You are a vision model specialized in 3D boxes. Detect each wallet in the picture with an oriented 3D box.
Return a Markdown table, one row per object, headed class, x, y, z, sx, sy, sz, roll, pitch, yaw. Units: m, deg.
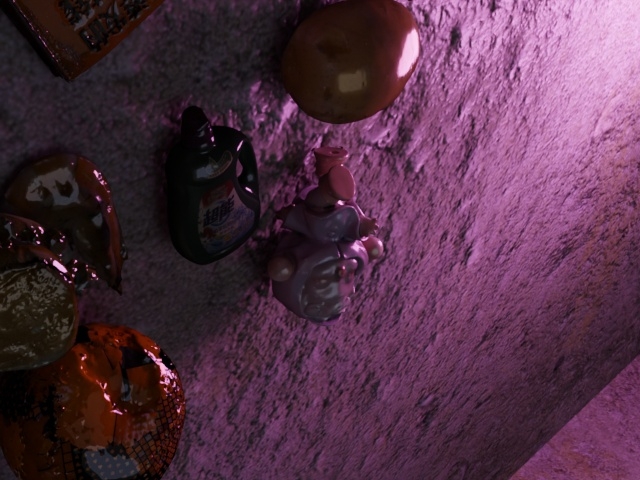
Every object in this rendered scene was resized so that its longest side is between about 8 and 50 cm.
| class | x | y | z | sx | sy | sz | roll | pitch | yaw |
| --- | --- | --- | --- | --- | --- | --- | --- | --- | --- |
| wallet | -0.222 | -0.266 | 1.021 | 0.195 | 0.042 | 0.161 | -46 | 149 | -13 |

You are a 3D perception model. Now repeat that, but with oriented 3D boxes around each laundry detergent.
| class | x | y | z | sx | sy | sz | roll | pitch | yaw |
| --- | --- | --- | --- | --- | --- | --- | --- | --- | --- |
| laundry detergent | -0.137 | -0.082 | 1.297 | 0.144 | 0.078 | 0.222 | -36 | 143 | -31 |

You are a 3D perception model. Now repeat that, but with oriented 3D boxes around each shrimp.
| class | x | y | z | sx | sy | sz | roll | pitch | yaw |
| --- | --- | --- | --- | --- | --- | --- | --- | --- | --- |
| shrimp | -0.291 | 0.009 | 1.186 | 0.145 | 0.059 | 0.254 | -34 | 144 | -26 |

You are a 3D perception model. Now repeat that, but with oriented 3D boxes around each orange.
| class | x | y | z | sx | sy | sz | roll | pitch | yaw |
| --- | --- | --- | --- | --- | --- | --- | --- | --- | --- |
| orange | -0.278 | 0.213 | 1.248 | 0.182 | 0.235 | 0.234 | -22 | 175 | 41 |

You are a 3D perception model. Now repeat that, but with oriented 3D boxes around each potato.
| class | x | y | z | sx | sy | sz | roll | pitch | yaw |
| --- | --- | --- | --- | --- | --- | --- | --- | --- | --- |
| potato | 0.047 | -0.233 | 1.354 | 0.233 | 0.146 | 0.150 | -24 | 168 | -42 |

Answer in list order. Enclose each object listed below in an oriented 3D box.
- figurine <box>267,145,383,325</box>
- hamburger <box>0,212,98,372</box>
| class | x | y | z | sx | sy | sz | roll | pitch | yaw |
| --- | --- | --- | --- | --- | --- | --- | --- | --- | --- |
| figurine | 0.000 | 0.001 | 1.519 | 0.200 | 0.133 | 0.276 | -12 | 126 | -34 |
| hamburger | -0.324 | 0.047 | 1.082 | 0.184 | 0.131 | 0.159 | -6 | 124 | -26 |
